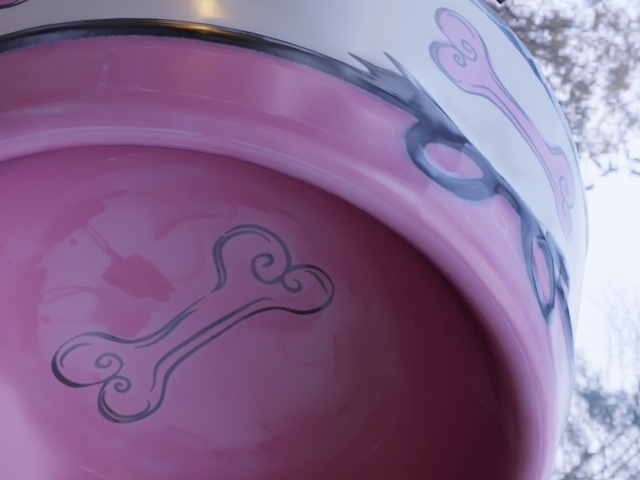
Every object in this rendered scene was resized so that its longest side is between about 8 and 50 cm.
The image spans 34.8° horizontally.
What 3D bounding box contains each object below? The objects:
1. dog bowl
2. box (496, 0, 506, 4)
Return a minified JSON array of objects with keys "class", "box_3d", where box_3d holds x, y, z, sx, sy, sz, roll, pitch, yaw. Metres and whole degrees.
[{"class":"dog bowl","box_3d":[-0.065,0.052,0.497,0.150,0.408,0.408,-87,-175,-54]},{"class":"box","box_3d":[0.053,-0.130,0.318,0.052,0.083,0.062,-28,-143,31]}]
